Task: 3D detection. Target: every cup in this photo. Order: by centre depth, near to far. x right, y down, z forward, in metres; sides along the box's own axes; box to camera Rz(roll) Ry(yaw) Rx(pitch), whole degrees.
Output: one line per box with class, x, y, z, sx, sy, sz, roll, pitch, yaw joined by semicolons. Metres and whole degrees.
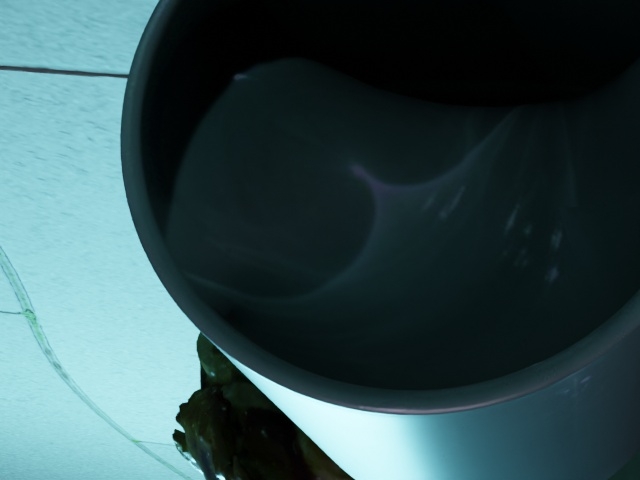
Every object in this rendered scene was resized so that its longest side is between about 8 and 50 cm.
cup;0.055;0.003;0.693;0.205;0.205;0.312;6;163;11

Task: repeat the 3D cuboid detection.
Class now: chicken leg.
chicken leg;0.027;0.176;1.038;0.140;0.361;0.211;-35;161;34

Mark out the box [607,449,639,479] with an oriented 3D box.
box;0.189;0.110;0.939;0.166;0.220;0.290;5;165;-28
